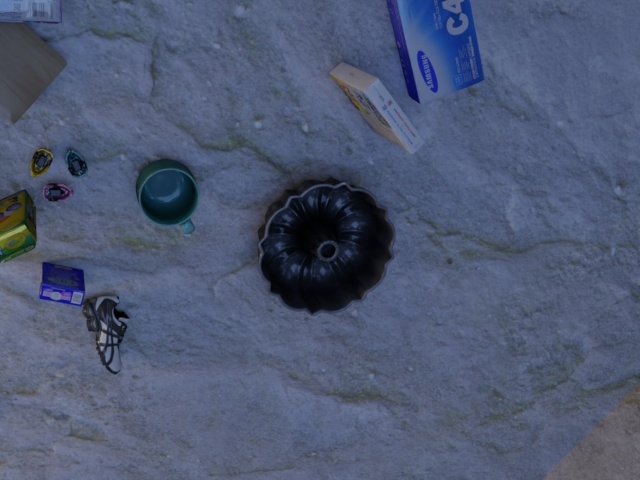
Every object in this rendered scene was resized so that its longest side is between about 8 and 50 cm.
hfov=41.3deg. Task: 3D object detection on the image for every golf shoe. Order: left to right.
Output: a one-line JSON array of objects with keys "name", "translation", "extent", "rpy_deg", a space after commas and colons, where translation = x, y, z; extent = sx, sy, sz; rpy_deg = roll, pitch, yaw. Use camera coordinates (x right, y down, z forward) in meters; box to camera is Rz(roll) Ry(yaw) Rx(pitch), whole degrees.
[{"name": "golf shoe", "translation": [-0.470, 0.214, 1.929], "extent": [0.093, 0.077, 0.198], "rpy_deg": [-18, 119, -11]}]

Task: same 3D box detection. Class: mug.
[{"name": "mug", "translation": [-0.331, -0.096, 1.823], "extent": [0.129, 0.097, 0.158], "rpy_deg": [1, 114, -19]}]

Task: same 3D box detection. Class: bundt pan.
[{"name": "bundt pan", "translation": [0.000, 0.000, 1.962], "extent": [0.330, 0.124, 0.331], "rpy_deg": [-8, 116, -16]}]

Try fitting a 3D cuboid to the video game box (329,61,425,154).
[{"name": "video game box", "translation": [0.119, -0.288, 1.828], "extent": [0.048, 0.205, 0.187], "rpy_deg": [-44, 120, 0]}]

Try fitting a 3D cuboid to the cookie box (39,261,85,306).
[{"name": "cookie box", "translation": [-0.556, 0.093, 1.827], "extent": [0.091, 0.107, 0.040], "rpy_deg": [13, 110, -22]}]

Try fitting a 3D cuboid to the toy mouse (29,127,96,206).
[{"name": "toy mouse", "translation": [-0.534, -0.133, 1.766], "extent": [0.143, 0.031, 0.161], "rpy_deg": [22, 90, -22]}]

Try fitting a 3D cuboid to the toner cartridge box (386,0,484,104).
[{"name": "toner cartridge box", "translation": [0.241, -0.489, 1.851], "extent": [0.165, 0.075, 0.348], "rpy_deg": [-22, 118, -7]}]

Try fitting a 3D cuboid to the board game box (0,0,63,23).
[{"name": "board game box", "translation": [-0.605, -0.539, 1.443], "extent": [0.318, 0.066, 0.318], "rpy_deg": [-2, 114, -21]}]

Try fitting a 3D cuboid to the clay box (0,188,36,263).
[{"name": "clay box", "translation": [-0.632, -0.019, 1.685], "extent": [0.127, 0.222, 0.053], "rpy_deg": [-26, 119, -7]}]

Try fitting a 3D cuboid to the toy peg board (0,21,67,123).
[{"name": "toy peg board", "translation": [-0.611, -0.340, 1.643], "extent": [0.161, 0.079, 0.161], "rpy_deg": [43, 79, -30]}]
